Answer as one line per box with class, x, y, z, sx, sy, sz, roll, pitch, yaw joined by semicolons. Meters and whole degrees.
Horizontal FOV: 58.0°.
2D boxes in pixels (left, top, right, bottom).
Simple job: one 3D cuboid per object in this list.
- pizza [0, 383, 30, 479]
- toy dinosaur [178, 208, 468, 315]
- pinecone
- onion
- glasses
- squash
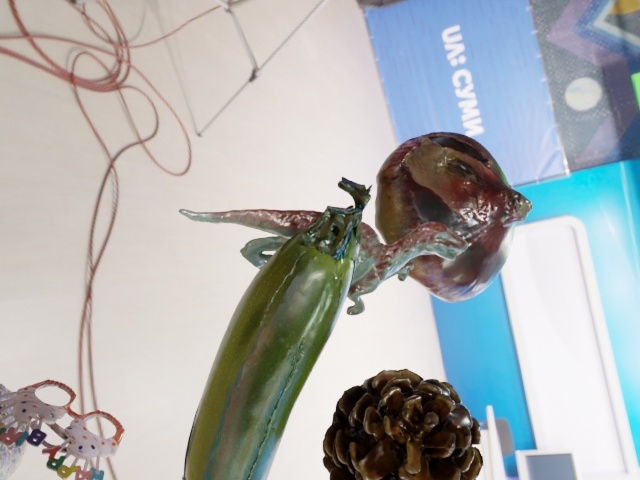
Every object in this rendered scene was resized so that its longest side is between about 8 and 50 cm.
pizza;-0.590;0.305;0.978;0.289;0.081;0.229;-141;-150;-75
toy dinosaur;0.000;0.000;0.518;0.242;0.167;0.053;33;28;-31
pinecone;0.083;0.201;0.565;0.173;0.173;0.174;-12;90;-68
onion;0.214;-0.047;0.869;0.272;0.195;0.272;19;62;-40
glasses;-0.453;0.331;0.965;0.095;0.255;0.162;-65;174;12
squash;-0.043;0.098;0.484;0.332;0.087;0.087;-65;164;15
